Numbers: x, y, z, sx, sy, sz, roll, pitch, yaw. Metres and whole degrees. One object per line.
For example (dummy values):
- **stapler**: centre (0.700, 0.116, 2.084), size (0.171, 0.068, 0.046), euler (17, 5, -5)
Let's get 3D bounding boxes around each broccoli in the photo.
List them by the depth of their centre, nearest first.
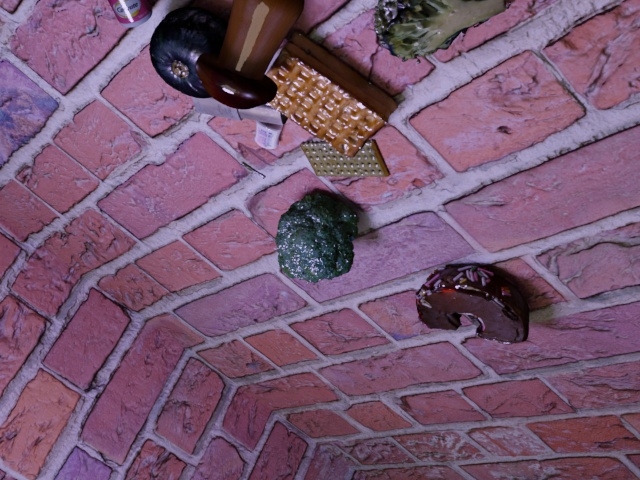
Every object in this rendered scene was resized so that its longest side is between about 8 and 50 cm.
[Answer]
- **broccoli**: centre (0.217, -0.492, 1.607), size (0.242, 0.273, 0.180), euler (82, 163, -63)
- **broccoli**: centre (0.000, 0.000, 2.361), size (0.270, 0.269, 0.270), euler (14, -179, 18)

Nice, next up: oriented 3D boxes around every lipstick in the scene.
- **lipstick**: centre (-0.205, -0.358, 2.112), size (0.253, 0.077, 0.079), euler (13, 146, 20)

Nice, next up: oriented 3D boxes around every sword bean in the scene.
- **sword bean**: centre (-0.198, -0.206, 2.387), size (0.083, 0.012, 0.012), euler (32, 147, -10)

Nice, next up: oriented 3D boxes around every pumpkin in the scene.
- **pumpkin**: centre (-0.303, -0.452, 1.969), size (0.233, 0.163, 0.233), euler (17, 143, 13)

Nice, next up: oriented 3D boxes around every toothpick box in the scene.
- **toothpick box**: centre (-0.152, -0.435, 1.786), size (0.192, 0.192, 0.294), euler (27, 113, -1)

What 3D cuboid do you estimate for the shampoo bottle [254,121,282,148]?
- **shampoo bottle**: centre (-0.142, -0.289, 2.200), size (0.072, 0.043, 0.099), euler (24, 148, 4)

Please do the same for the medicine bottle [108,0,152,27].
- **medicine bottle**: centre (-0.480, -0.618, 1.922), size (0.091, 0.090, 0.216), euler (8, 143, 26)

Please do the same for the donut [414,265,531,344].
- **donut**: centre (0.437, 0.175, 2.379), size (0.345, 0.136, 0.259), euler (3, 139, 30)

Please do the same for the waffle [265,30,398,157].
- **waffle**: centre (0.011, -0.346, 1.972), size (0.308, 0.091, 0.213), euler (34, 147, -10)

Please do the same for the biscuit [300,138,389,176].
- **biscuit**: centre (0.063, -0.219, 2.184), size (0.232, 0.016, 0.139), euler (4, 143, 32)
